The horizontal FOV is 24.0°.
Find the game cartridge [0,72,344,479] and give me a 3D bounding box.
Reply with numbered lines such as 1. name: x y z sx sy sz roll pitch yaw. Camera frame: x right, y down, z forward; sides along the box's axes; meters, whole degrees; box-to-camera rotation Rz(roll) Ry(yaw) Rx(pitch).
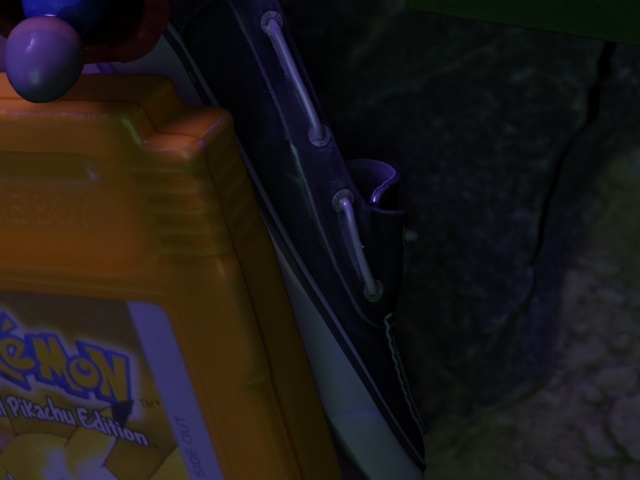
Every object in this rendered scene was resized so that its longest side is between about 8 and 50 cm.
1. game cartridge: -0.132 0.068 0.750 0.285 0.052 0.323 3 126 31

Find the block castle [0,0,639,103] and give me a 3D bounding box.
1. block castle: 0.099 -0.159 0.519 0.453 0.213 0.303 10 148 0

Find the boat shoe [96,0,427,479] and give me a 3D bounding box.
1. boat shoe: 0.000 0.000 0.748 0.102 0.108 0.301 -33 114 -10
